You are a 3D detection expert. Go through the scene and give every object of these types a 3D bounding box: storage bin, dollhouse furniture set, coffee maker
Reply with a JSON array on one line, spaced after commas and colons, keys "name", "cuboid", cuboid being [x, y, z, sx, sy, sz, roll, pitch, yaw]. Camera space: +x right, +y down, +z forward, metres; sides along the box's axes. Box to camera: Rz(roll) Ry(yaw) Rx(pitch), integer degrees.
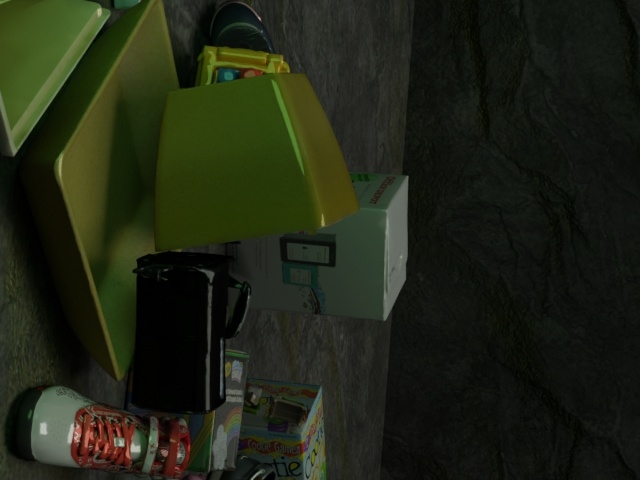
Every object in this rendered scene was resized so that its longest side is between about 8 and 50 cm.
[{"name": "storage bin", "cuboid": [-0.295, -0.257, 1.096, 0.260, 0.123, 0.262, -70, 160, -48]}, {"name": "dollhouse furniture set", "cuboid": [-0.090, 0.250, 2.104, 0.076, 0.151, 0.059, 104, 1, -59]}, {"name": "coffee maker", "cuboid": [-0.171, 0.108, 1.484, 0.171, 0.120, 0.178, -6, 101, -53]}]

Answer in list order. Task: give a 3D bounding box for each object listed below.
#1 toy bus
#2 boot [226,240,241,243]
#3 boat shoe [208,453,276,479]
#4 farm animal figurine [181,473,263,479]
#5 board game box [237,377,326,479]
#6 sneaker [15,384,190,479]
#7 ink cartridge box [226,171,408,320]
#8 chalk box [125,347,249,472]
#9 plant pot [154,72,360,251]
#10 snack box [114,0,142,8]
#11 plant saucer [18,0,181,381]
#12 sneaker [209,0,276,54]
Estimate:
[{"name": "toy bus", "cuboid": [-0.114, -0.161, 1.746, 0.211, 0.149, 0.220, 175, -78, -85]}, {"name": "boot", "cuboid": [-0.145, -0.056, 2.021, 0.106, 0.037, 0.114, 54, 38, -74]}, {"name": "boat shoe", "cuboid": [-0.151, 0.478, 2.037, 0.116, 0.099, 0.319, 85, 17, -44]}, {"name": "farm animal figurine", "cuboid": [-0.161, 0.441, 1.552, 0.330, 0.172, 0.327, -46, -119, 54]}, {"name": "board game box", "cuboid": [-0.075, 0.399, 2.241, 0.142, 0.144, 0.275, -63, 154, -57]}, {"name": "sneaker", "cuboid": [-0.237, 0.225, 1.472, 0.270, 0.145, 0.090, 53, 43, -71]}, {"name": "ink cartridge box", "cuboid": [0.000, 0.000, 2.136, 0.198, 0.270, 0.197, -54, 147, -66]}, {"name": "chalk box", "cuboid": [-0.182, 0.202, 1.742, 0.132, 0.132, 0.213, 34, 60, -74]}, {"name": "plant pot", "cuboid": [-0.087, -0.103, 1.564, 0.212, 0.212, 0.187, -30, 111, -75]}, {"name": "snack box", "cuboid": [-0.223, -0.360, 1.555, 0.100, 0.037, 0.141, -58, 149, -67]}, {"name": "plant saucer", "cuboid": [-0.244, -0.065, 1.481, 0.333, 0.081, 0.333, -72, 162, -45]}, {"name": "sneaker", "cuboid": [-0.101, -0.225, 1.968, 0.131, 0.112, 0.319, -104, -174, -48]}]
